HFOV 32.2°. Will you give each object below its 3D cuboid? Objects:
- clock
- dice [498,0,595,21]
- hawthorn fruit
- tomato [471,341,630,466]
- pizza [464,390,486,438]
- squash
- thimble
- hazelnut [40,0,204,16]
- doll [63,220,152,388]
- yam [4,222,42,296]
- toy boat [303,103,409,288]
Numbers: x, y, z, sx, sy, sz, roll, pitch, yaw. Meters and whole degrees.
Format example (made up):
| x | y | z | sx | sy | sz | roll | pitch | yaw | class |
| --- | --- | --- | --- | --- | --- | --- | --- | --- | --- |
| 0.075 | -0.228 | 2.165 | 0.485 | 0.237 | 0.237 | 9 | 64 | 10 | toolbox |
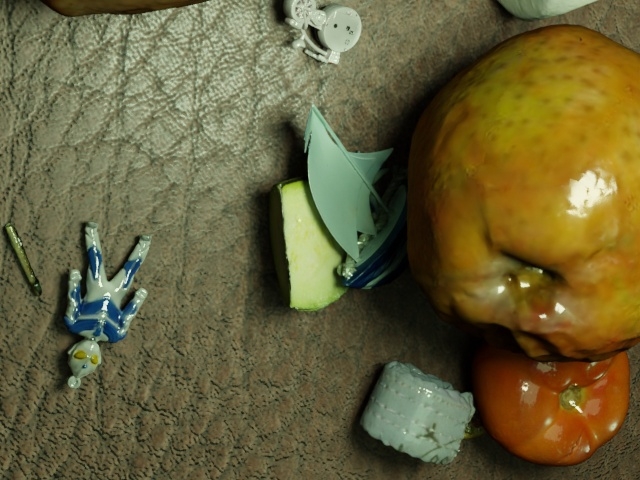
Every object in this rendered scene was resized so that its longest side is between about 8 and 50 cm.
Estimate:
| x | y | z | sx | sy | sz | roll | pitch | yaw | class |
| --- | --- | --- | --- | --- | --- | --- | --- | --- | --- |
| -0.002 | -0.299 | 1.549 | 0.129 | 0.041 | 0.087 | 18 | 101 | -41 | clock |
| 0.361 | -0.475 | 1.568 | 0.251 | 0.243 | 0.259 | -28 | 105 | -15 | dice |
| 0.310 | -0.043 | 1.503 | 0.472 | 0.472 | 0.471 | -4 | 100 | -21 | hawthorn fruit |
| 0.350 | 0.226 | 1.713 | 0.260 | 0.180 | 0.259 | -3 | 100 | -18 | tomato |
| 0.243 | 0.279 | 1.763 | 0.083 | 0.025 | 0.078 | -18 | 106 | -17 | pizza |
| -0.021 | 0.000 | 1.597 | 0.184 | 0.085 | 0.191 | -10 | 98 | -52 | squash |
| 0.146 | 0.257 | 1.666 | 0.151 | 0.127 | 0.118 | 24 | 91 | -28 | thimble |
| -0.224 | -0.434 | 1.324 | 0.372 | 0.315 | 0.372 | 12 | 62 | -24 | hazelnut |
| -0.296 | 0.094 | 1.507 | 0.114 | 0.057 | 0.227 | 15 | 91 | -27 | doll |
| -0.395 | 0.026 | 1.478 | 0.014 | 0.014 | 0.107 | -24 | 107 | -16 | yam |
| 0.066 | -0.076 | 1.586 | 0.210 | 0.070 | 0.291 | -36 | 114 | -43 | toy boat |
